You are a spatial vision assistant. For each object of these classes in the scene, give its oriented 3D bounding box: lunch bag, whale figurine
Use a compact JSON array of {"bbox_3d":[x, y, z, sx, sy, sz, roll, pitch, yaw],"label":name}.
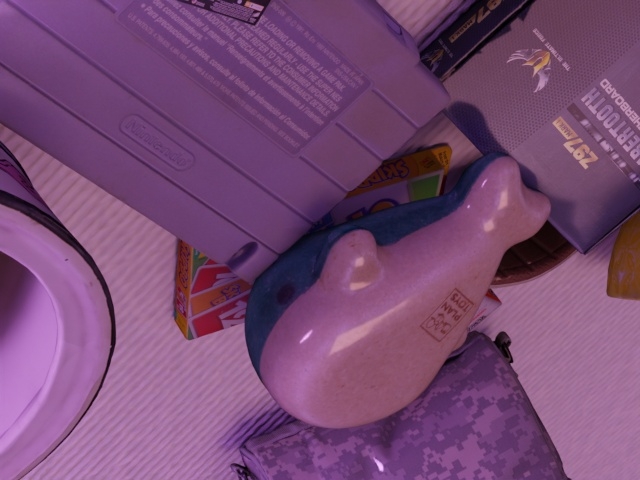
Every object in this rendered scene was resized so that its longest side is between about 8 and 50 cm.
[{"bbox_3d":[0.093,0.255,1.551,0.305,0.212,0.256,-24,101,-11],"label":"lunch bag"},{"bbox_3d":[0.055,0.025,1.276,0.272,0.141,0.216,-44,143,7],"label":"whale figurine"}]

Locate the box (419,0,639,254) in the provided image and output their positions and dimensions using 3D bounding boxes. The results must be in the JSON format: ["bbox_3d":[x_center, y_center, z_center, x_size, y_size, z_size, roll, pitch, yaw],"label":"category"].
[{"bbox_3d":[0.212,-0.122,1.287,0.183,0.059,0.233,-41,122,10],"label":"box"}]

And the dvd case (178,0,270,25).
[{"bbox_3d":[-0.047,-0.197,1.001,0.087,0.013,0.119,12,123,-39],"label":"dvd case"}]

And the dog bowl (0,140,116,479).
[{"bbox_3d":[-0.346,0.048,0.997,0.408,0.150,0.408,-17,144,-12],"label":"dog bowl"}]

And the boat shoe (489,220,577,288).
[{"bbox_3d":[0.190,-0.012,1.428,0.257,0.095,0.095,-19,173,-26],"label":"boat shoe"}]

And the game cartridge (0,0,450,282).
[{"bbox_3d":[-0.080,-0.124,1.105,0.230,0.068,0.355,-45,138,8],"label":"game cartridge"}]

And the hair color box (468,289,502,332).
[{"bbox_3d":[0.113,0.057,1.466,0.072,0.043,0.141,-42,158,10],"label":"hair color box"}]

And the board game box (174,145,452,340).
[{"bbox_3d":[0.000,0.000,1.349,0.259,0.039,0.124,-19,143,-24],"label":"board game box"}]

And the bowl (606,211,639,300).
[{"bbox_3d":[0.421,-0.024,1.516,0.289,0.289,0.156,-2,90,-37],"label":"bowl"}]
